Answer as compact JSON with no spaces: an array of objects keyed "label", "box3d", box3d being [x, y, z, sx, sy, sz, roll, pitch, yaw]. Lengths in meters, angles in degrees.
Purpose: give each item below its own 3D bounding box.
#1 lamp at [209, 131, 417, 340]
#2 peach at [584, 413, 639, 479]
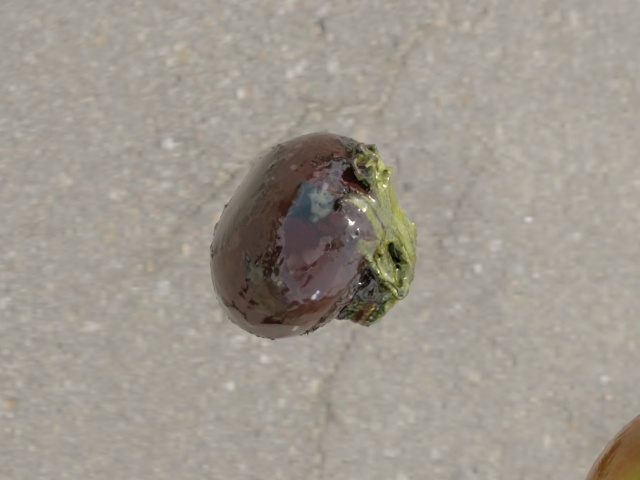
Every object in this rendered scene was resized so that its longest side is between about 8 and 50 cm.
[{"label":"lamp","box3d":[-0.003,0.004,1.201,0.135,0.157,0.156,34,87,-14]},{"label":"peach","box3d":[0.217,0.169,0.822,0.190,0.190,0.192,-20,107,-34]}]
